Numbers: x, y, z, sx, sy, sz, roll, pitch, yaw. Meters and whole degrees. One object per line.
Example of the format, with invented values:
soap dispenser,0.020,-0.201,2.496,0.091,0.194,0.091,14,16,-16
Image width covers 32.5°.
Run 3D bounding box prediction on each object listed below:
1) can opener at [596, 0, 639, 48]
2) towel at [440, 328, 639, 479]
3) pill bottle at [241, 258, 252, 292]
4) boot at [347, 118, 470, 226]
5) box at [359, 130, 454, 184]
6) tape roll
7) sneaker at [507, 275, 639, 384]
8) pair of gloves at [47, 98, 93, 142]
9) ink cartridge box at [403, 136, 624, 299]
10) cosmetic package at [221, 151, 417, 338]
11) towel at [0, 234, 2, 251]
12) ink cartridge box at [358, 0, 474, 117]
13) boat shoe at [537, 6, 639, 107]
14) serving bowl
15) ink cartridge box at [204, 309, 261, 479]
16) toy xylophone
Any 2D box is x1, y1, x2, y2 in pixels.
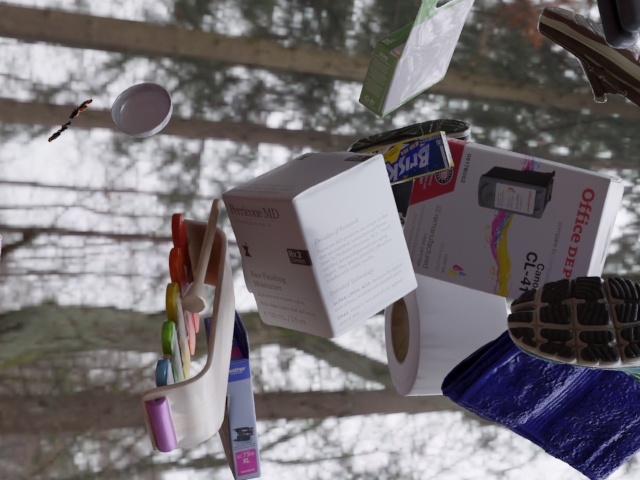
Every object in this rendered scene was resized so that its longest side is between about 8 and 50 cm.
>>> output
can opener,0.355,-0.386,1.421,0.076,0.095,0.284,131,-43,-61
towel,0.356,0.221,1.555,0.228,0.308,0.076,-47,-155,31
pill bottle,-0.032,0.041,1.985,0.117,0.208,0.118,-8,90,-82
boot,0.185,-0.125,2.076,0.236,0.085,0.179,-11,-68,18
box,0.109,-0.113,1.630,0.168,0.054,0.059,-15,-89,14
tape roll,0.227,0.163,2.028,0.246,0.169,0.246,180,-90,-78
sneaker,0.328,0.112,1.126,0.110,0.275,0.107,84,17,-51
pair of gloves,-0.380,-0.183,1.660,0.083,0.010,0.074,-53,-161,-23
ink cartridge box,0.297,-0.027,1.737,0.306,0.131,0.226,15,-82,23
cosmetic package,0.000,0.000,1.356,0.151,0.151,0.184,6,-61,51
towel,-0.407,0.095,1.039,0.274,0.031,0.199,-5,-102,35
ink cartridge box,0.155,-0.314,1.663,0.056,0.171,0.235,39,-40,20
boat shoe,0.417,-0.241,1.578,0.257,0.095,0.095,31,-64,9
serving bowl,-0.234,-0.168,1.453,0.027,0.083,0.083,72,-6,-59
ink cartridge box,-0.168,0.273,2.066,0.186,0.065,0.311,-124,-151,-61
toy xylophone,-0.160,0.088,1.365,0.323,0.081,0.236,-87,176,-54
